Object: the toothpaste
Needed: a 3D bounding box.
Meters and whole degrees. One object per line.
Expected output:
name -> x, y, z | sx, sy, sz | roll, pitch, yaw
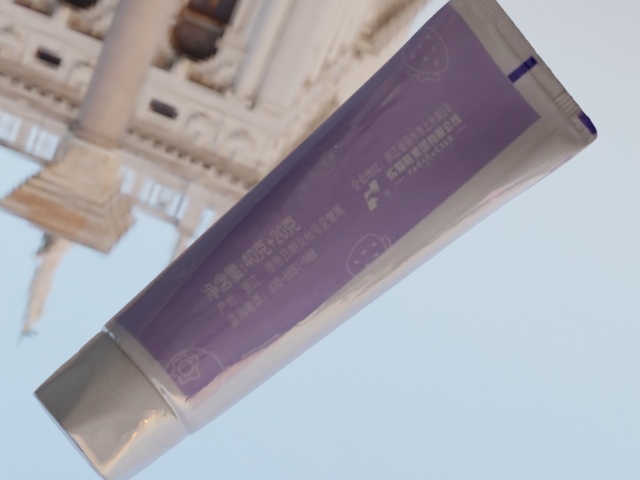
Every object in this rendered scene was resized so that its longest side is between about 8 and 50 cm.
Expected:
toothpaste -> 0.000, 0.000, 0.892 | 0.125, 0.371, 0.080 | 50, 168, -1
